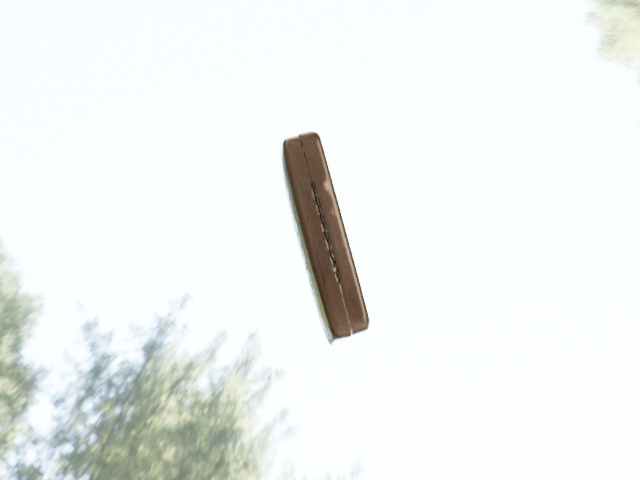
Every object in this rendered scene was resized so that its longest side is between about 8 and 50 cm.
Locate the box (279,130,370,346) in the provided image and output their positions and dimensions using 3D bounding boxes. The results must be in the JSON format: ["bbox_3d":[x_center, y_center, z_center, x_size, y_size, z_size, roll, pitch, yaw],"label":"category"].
[{"bbox_3d":[0.000,0.000,0.785,0.025,0.048,0.115,-13,-99,-11],"label":"box"}]
